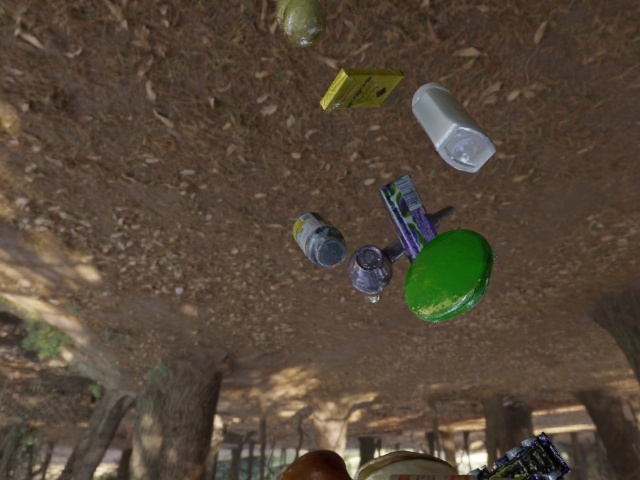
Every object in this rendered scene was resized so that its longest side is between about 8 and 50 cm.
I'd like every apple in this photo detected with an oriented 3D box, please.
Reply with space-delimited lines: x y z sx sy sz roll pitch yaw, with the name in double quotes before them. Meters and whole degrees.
"apple" 0.001 0.553 1.033 0.168 0.181 0.181 -34 161 -16

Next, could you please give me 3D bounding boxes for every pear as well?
"pear" -0.061 -0.666 1.433 0.136 0.167 0.167 -30 153 -2

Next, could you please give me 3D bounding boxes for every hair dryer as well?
"hair dryer" 0.235 0.028 1.318 0.361 0.121 0.301 -37 157 -7

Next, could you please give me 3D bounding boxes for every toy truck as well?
"toy truck" 0.524 0.645 1.303 0.268 0.124 0.155 -30 148 0

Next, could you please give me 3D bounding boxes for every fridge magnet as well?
"fridge magnet" 0.259 0.071 0.966 0.088 0.208 0.208 36 139 -26

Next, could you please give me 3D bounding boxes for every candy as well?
"candy" 0.243 -0.008 1.179 0.088 0.312 0.061 -25 177 -8

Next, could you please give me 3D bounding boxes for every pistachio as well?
"pistachio" 0.325 0.955 1.801 0.445 0.281 0.365 12 107 -14

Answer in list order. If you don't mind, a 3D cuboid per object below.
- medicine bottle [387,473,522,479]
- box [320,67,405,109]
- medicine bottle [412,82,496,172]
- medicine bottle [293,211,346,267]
"medicine bottle" 0.251 0.508 0.880 0.252 0.145 0.144 -5 155 14
"box" 0.142 -0.506 1.598 0.279 0.041 0.153 -16 160 -39
"medicine bottle" 0.318 -0.296 1.203 0.161 0.296 0.111 25 122 -26
"medicine bottle" 0.000 0.000 1.655 0.141 0.141 0.293 7 -165 -19
